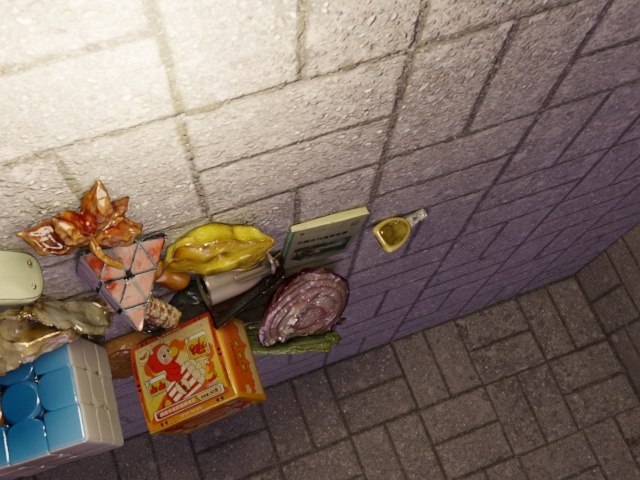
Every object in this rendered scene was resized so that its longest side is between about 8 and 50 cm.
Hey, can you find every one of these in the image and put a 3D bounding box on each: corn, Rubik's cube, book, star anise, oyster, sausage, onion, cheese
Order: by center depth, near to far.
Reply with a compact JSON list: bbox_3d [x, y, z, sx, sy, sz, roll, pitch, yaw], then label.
[{"bbox_3d":[-0.415,-0.019,1.171,0.212,0.111,0.196,-8,151,-18],"label":"star anise"},{"bbox_3d":[-0.456,0.053,1.356,0.178,0.211,0.190,-2,155,31],"label":"Rubik's cube"},{"bbox_3d":[-0.599,0.193,1.488,0.337,0.133,0.197,-5,155,-48],"label":"oyster"},{"bbox_3d":[-0.359,0.080,1.561,0.062,0.054,0.183,-55,156,-2],"label":"sausage"},{"bbox_3d":[-0.425,0.159,1.605,0.079,0.080,0.237,-30,144,24],"label":"corn"},{"bbox_3d":[-0.719,0.431,1.741,0.291,0.291,0.291,-18,162,-2],"label":"Rubik's cube"},{"bbox_3d":[0.000,0.000,1.779,0.214,0.025,0.283,-15,162,-15],"label":"book"},{"bbox_3d":[0.229,-0.038,1.857,0.162,0.086,0.036,-31,171,-17],"label":"cheese"},{"bbox_3d":[-0.053,0.171,2.035,0.314,0.146,0.280,1,124,-36],"label":"onion"}]

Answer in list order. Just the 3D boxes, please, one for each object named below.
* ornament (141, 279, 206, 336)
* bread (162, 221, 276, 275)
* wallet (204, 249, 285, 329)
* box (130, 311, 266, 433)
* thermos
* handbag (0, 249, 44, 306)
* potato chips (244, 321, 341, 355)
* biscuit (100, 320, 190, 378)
[{"bbox_3d":[-0.370,0.183,1.795,0.236,0.080,0.202,-33,155,23],"label":"ornament"},{"bbox_3d":[-0.229,0.017,1.488,0.233,0.088,0.161,-5,150,-34],"label":"bread"},{"bbox_3d":[-0.192,0.133,1.768,0.243,0.039,0.133,-37,153,-22],"label":"wallet"},{"bbox_3d":[-0.347,0.378,1.897,0.283,0.260,0.214,-26,156,13],"label":"box"},{"bbox_3d":[-0.197,0.083,1.648,0.193,0.105,0.137,-19,-173,-22],"label":"thermos"},{"bbox_3d":[-0.684,0.117,1.240,0.315,0.109,0.241,-28,160,27],"label":"handbag"},{"bbox_3d":[-0.151,0.314,2.178,0.429,0.070,0.358,-5,-171,-13],"label":"potato chips"},{"bbox_3d":[-0.545,0.355,2.090,0.385,0.062,0.365,-32,158,27],"label":"biscuit"}]
